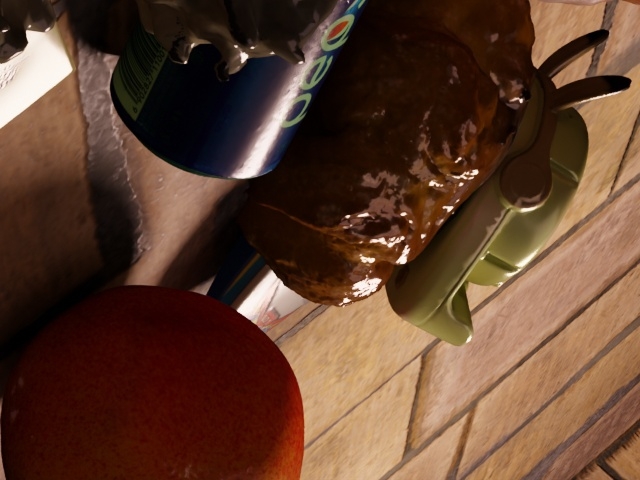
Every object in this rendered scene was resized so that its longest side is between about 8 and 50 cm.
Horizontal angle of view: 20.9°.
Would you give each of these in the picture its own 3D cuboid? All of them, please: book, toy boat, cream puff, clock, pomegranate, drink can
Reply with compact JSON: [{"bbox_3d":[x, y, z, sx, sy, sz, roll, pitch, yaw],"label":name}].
[{"bbox_3d":[-0.177,-0.101,0.951,0.077,0.014,0.111,-39,159,-12],"label":"book"},{"bbox_3d":[0.000,0.000,1.385,0.295,0.088,0.129,-44,161,-6],"label":"toy boat"},{"bbox_3d":[0.043,-0.080,1.172,0.269,0.154,0.241,-61,-170,23],"label":"cream puff"},{"bbox_3d":[0.130,-0.049,1.238,0.232,0.069,0.170,-53,-162,24],"label":"clock"},{"bbox_3d":[-0.121,0.159,1.231,0.220,0.257,0.221,0,151,0],"label":"pomegranate"},{"bbox_3d":[-0.037,-0.138,1.005,0.118,0.118,0.205,-21,150,-49],"label":"drink can"}]

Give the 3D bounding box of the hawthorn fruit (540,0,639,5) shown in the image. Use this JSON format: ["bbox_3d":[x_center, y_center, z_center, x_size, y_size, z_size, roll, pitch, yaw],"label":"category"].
[{"bbox_3d":[0.157,-0.248,1.003,0.231,0.235,0.263,-31,154,-29],"label":"hawthorn fruit"}]

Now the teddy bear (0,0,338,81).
[{"bbox_3d":[-0.123,-0.186,0.528,0.367,0.224,0.357,-48,153,-56],"label":"teddy bear"}]
